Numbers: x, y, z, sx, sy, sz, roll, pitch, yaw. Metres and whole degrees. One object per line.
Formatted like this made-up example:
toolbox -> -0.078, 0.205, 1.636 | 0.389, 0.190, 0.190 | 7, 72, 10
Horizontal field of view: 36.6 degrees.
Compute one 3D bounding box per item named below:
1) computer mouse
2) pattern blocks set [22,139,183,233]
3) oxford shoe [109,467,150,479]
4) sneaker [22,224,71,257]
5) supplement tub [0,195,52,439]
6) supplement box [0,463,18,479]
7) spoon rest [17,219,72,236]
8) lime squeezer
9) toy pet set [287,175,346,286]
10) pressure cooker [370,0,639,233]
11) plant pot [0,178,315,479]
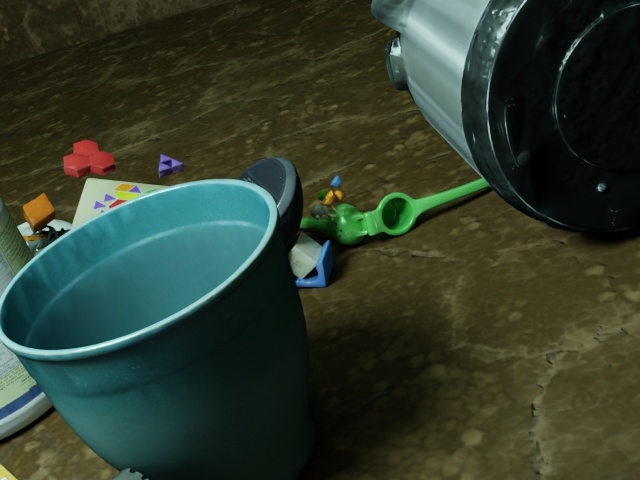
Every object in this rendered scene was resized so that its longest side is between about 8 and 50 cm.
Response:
computer mouse -> -0.110, 0.014, 1.235 | 0.272, 0.072, 0.188 | -49, 41, 7
pattern blocks set -> -0.287, -0.029, 1.423 | 0.285, 0.026, 0.325 | 11, 40, 2
oxford shoe -> -0.123, 0.282, 0.787 | 0.227, 0.083, 0.096 | 23, 35, 33
sneaker -> -0.370, 0.018, 1.433 | 0.271, 0.108, 0.100 | -30, 27, -20
supplement tub -> -0.459, 0.066, 1.172 | 0.235, 0.325, 0.235 | -16, 28, 9
supplement box -> -0.286, 0.292, 0.921 | 0.080, 0.078, 0.233 | -38, 32, -29
spoon rest -> -0.506, 0.036, 1.545 | 0.276, 0.084, 0.137 | -22, 26, -33
lime squeezer -> 0.079, -0.031, 1.294 | 0.310, 0.059, 0.110 | -12, -1, 19
toy pet set -> 0.000, 0.000, 1.249 | 0.122, 0.065, 0.114 | -43, 17, 39
pressure cooker -> 0.282, -0.243, 1.182 | 0.375, 0.370, 0.420 | -31, 27, 3
plant pot -> -0.126, 0.119, 0.930 | 0.272, 0.255, 0.271 | -17, 28, 9
